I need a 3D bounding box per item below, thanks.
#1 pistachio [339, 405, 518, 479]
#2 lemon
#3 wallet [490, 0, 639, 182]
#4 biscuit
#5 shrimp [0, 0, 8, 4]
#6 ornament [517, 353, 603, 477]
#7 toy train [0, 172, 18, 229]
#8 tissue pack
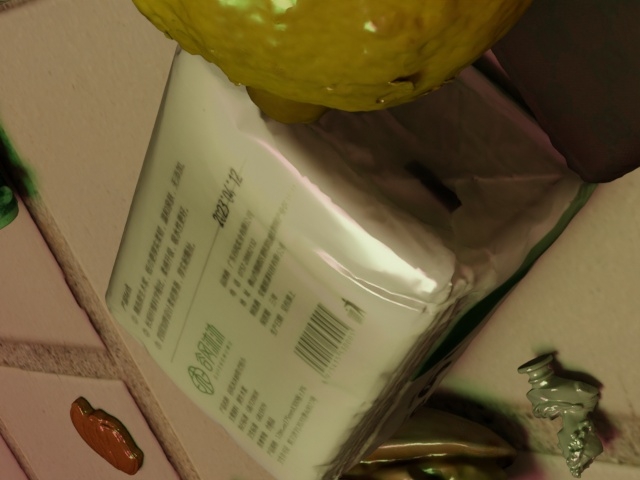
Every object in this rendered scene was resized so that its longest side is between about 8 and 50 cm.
[{"bbox_3d":[0.081,0.214,1.160,0.215,0.144,0.144,-6,118,45],"label":"pistachio"},{"bbox_3d":[0.019,-0.203,0.695,0.245,0.245,0.320,33,121,24],"label":"lemon"},{"bbox_3d":[0.183,-0.140,0.763,0.182,0.049,0.229,54,149,0],"label":"wallet"},{"bbox_3d":[-0.286,0.264,1.735,0.130,0.019,0.102,29,142,28],"label":"biscuit"},{"bbox_3d":[-0.398,-0.307,1.259,0.317,0.077,0.168,18,138,35],"label":"shrimp"},{"bbox_3d":[0.192,0.133,1.029,0.092,0.041,0.068,47,142,22],"label":"ornament"},{"bbox_3d":[-0.446,-0.129,1.453,0.194,0.120,0.298,-3,121,45],"label":"toy train"},{"bbox_3d":[0.001,-0.001,0.980,0.266,0.194,0.356,43,145,11],"label":"tissue pack"}]
